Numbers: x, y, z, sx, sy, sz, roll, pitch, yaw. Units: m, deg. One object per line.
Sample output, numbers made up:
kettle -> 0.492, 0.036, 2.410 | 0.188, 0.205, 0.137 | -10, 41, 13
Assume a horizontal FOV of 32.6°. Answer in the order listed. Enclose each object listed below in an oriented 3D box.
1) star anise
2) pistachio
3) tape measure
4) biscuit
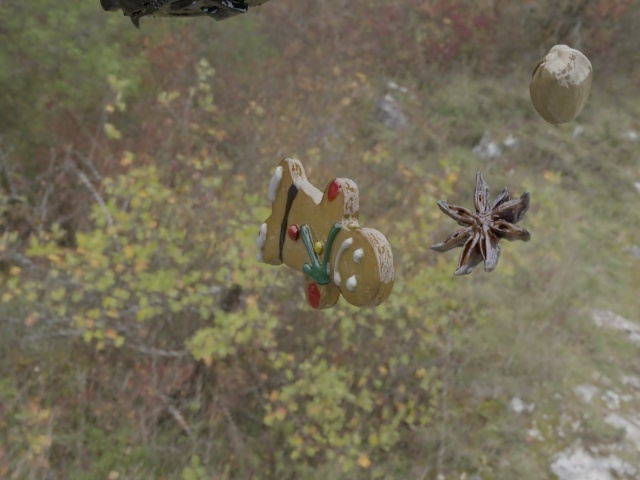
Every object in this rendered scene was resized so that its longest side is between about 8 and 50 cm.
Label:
star anise -> 0.197, -0.014, 1.324 | 0.042, 0.141, 0.141 | 37, 9, -44
pistachio -> 0.429, -0.276, 1.953 | 0.113, 0.149, 0.113 | -10, 44, 10
tape measure -> -0.126, -0.302, 1.209 | 0.186, 0.112, 0.199 | -13, 7, -43
biscuit -> 0.000, 0.000, 1.539 | 0.049, 0.197, 0.301 | -7, 27, -35
